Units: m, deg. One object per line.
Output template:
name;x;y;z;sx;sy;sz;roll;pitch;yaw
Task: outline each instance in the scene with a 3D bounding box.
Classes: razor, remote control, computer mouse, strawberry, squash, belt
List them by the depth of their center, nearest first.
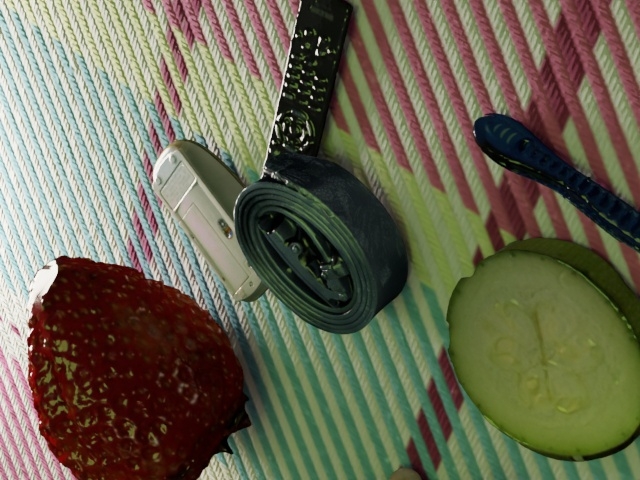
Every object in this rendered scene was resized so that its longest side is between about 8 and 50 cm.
razor;0.260;-0.020;1.140;0.324;0.093;0.056;35;162;32
squash;0.217;0.105;1.239;0.219;0.041;0.219;20;123;33
belt;0.000;0.000;1.345;0.190;0.082;0.141;47;132;4
remote control;-0.015;-0.139;1.355;0.063;0.025;0.245;33;125;27
computer mouse;-0.114;-0.023;1.474;0.199;0.045;0.102;52;132;14
strawberry;-0.232;0.147;1.507;0.250;0.238;0.288;-9;125;33

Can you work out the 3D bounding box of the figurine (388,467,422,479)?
figurine;0.089;0.338;1.369;0.133;0.200;0.276;39;149;-29
